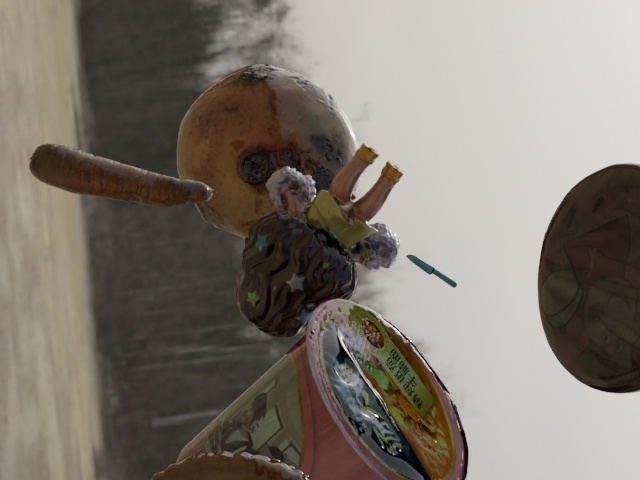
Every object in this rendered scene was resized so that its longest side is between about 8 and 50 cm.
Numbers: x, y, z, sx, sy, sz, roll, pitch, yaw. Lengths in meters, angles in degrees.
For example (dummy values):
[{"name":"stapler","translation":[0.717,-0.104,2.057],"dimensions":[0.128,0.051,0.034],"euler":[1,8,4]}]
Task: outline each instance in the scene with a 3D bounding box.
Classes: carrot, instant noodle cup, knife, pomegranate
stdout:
[{"name":"carrot","translation":[-0.258,-0.078,1.595],"dimensions":[0.059,0.247,0.059],"euler":[-168,-90,-86]},{"name":"instant noodle cup","translation":[-0.014,0.220,1.271],"dimensions":[0.255,0.244,0.244],"euler":[-37,-134,27]},{"name":"knife","translation":[0.170,0.047,1.883],"dimensions":[0.014,0.091,0.005],"euler":[-56,179,-14]},{"name":"pomegranate","translation":[-0.087,-0.140,2.097],"dimensions":[0.322,0.322,0.322],"euler":[174,-90,-81]}]

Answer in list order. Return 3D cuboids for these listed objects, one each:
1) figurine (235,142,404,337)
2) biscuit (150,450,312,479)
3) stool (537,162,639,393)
[{"name":"figurine","translation":[-0.001,0.001,1.375],"dimensions":[0.240,0.174,0.116],"euler":[-53,-176,2]},{"name":"biscuit","translation":[-0.068,0.277,1.001],"dimensions":[0.066,0.220,0.221],"euler":[-19,103,-82]},{"name":"stool","translation":[0.404,0.049,1.457],"dimensions":[0.272,0.178,0.272],"euler":[-15,-108,58]}]
